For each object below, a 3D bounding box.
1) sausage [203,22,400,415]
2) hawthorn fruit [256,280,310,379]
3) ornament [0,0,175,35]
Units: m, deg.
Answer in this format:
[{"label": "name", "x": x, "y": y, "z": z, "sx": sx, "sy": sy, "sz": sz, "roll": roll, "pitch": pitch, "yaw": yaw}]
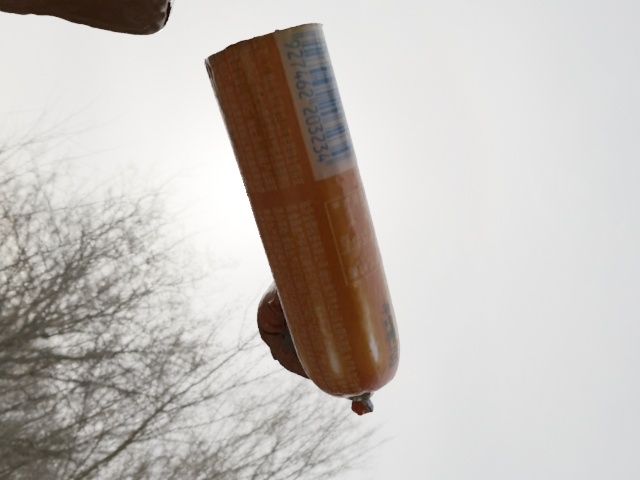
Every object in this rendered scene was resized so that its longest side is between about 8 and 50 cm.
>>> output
[{"label": "sausage", "x": 0.000, "y": 0.000, "z": 0.465, "sx": 0.093, "sy": 0.093, "sz": 0.312, "roll": 0, "pitch": -68, "yaw": 49}, {"label": "hawthorn fruit", "x": 0.011, "y": 0.095, "z": 0.762, "sx": 0.174, "sy": 0.179, "sz": 0.173, "roll": -6, "pitch": -105, "yaw": 23}, {"label": "ornament", "x": -0.141, "y": -0.254, "z": 0.286, "sx": 0.235, "sy": 0.221, "sz": 0.217, "roll": -7, "pitch": -107, "yaw": 31}]
